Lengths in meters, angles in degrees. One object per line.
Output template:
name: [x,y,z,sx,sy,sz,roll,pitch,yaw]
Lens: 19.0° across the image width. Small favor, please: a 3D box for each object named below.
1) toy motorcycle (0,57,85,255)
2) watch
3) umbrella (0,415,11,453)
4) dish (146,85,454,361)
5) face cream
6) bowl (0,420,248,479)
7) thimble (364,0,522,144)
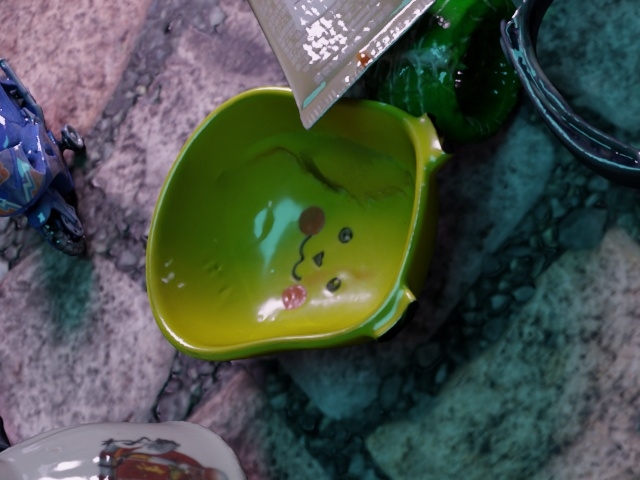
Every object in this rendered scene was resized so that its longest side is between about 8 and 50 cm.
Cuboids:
toy motorcycle: [-0.264,-0.076,1.667,0.076,0.114,0.205,-35,56,15]
watch: [0.241,-0.130,1.395,0.193,0.068,0.206,-23,68,12]
umbrella: [-0.321,0.106,1.657,0.071,0.080,0.224,-54,39,46]
dish: [0.000,0.000,1.473,0.262,0.108,0.221,1,73,35]
face cream: [-0.014,-0.215,1.533,0.137,0.084,0.341,-44,35,9]
bowl: [-0.218,0.257,1.398,0.337,0.157,0.337,-36,36,33]
thimble: [0.096,-0.134,1.467,0.090,0.130,0.118,9,101,33]
